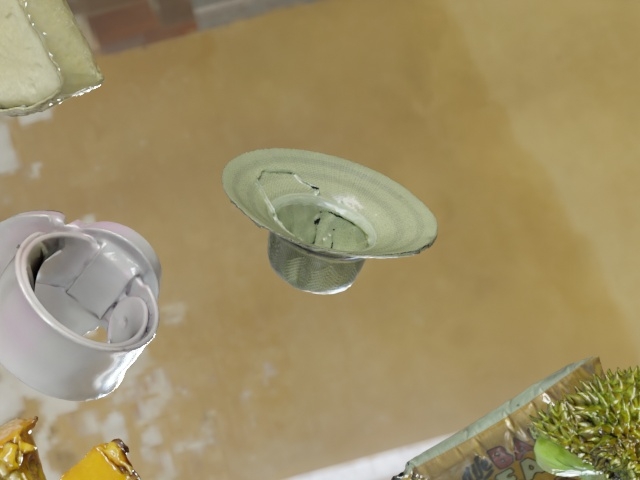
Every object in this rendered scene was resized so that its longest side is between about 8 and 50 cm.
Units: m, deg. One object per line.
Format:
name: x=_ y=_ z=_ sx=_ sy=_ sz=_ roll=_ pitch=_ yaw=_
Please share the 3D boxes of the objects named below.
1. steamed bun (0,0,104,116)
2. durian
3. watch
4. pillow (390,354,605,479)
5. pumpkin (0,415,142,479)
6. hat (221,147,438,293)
steamed bun: x=-0.318 y=-0.213 z=1.382 sx=0.110 sy=0.212 sz=0.231 roll=-36 pitch=98 yaw=-50
durian: x=0.340 y=0.235 z=1.537 sx=0.200 sy=0.176 sz=0.237 roll=42 pitch=8 yaw=-33
watch: x=-0.335 y=0.085 z=1.828 sx=0.196 sy=0.244 sz=0.231 roll=-51 pitch=-172 yaw=33
pillow: x=0.292 y=0.293 z=1.931 sx=0.312 sy=0.310 sz=0.119 roll=42 pitch=21 yaw=-46
pumpkin: x=-0.299 y=0.338 z=1.514 sx=0.303 sy=0.225 sz=0.256 roll=1 pitch=-67 yaw=54
hat: x=0.000 y=0.000 z=1.635 sx=0.252 sy=0.252 sz=0.110 roll=-110 pitch=-148 yaw=-58
